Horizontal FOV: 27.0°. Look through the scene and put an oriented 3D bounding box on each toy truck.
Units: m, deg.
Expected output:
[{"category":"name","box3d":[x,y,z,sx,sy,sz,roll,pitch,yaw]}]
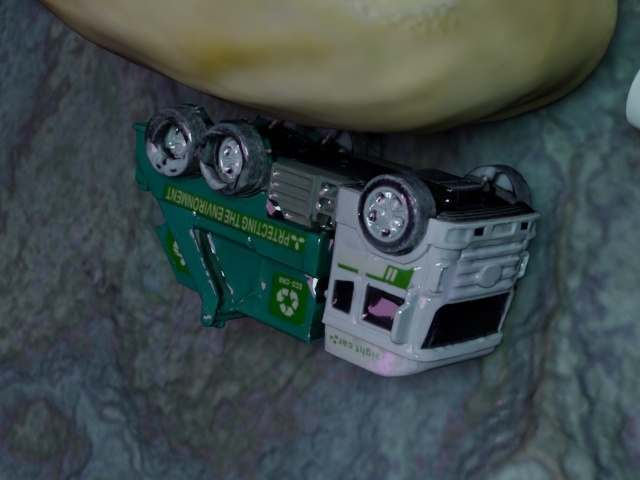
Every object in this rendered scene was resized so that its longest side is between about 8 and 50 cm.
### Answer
[{"category":"toy truck","box3d":[0.000,0.000,0.689,0.216,0.110,0.116,21,109,37]}]

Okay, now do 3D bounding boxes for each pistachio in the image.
[{"category":"pistachio","box3d":[-0.006,-0.155,0.641,0.309,0.230,0.229,15,93,23]}]

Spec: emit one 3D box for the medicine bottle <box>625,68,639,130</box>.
[{"category":"medicine bottle","box3d":[0.180,-0.052,0.588,0.083,0.047,0.047,33,104,37]}]
